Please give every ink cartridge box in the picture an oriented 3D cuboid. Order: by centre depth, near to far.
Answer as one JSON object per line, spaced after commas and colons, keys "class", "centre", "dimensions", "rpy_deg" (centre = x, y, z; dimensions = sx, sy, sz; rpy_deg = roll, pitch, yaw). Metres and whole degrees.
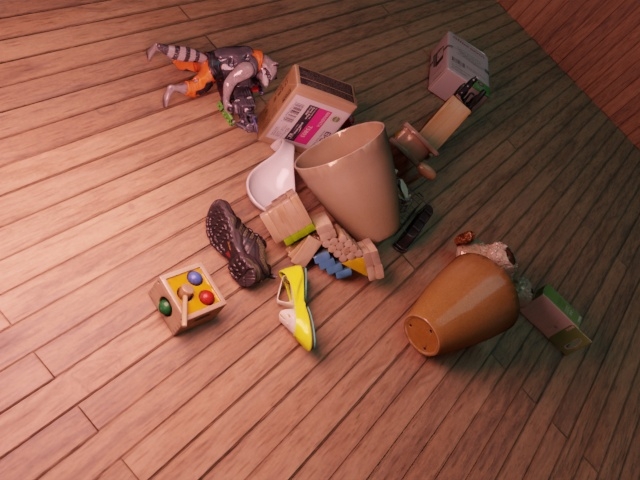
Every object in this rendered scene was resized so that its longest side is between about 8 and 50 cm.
{"class": "ink cartridge box", "centre": [-0.041, -0.351, 1.856], "dimensions": [0.193, 0.234, 0.088], "rpy_deg": [13, 51, -28]}
{"class": "ink cartridge box", "centre": [0.723, 0.243, 2.059], "dimensions": [0.209, 0.109, 0.062], "rpy_deg": [44, 43, 0]}
{"class": "ink cartridge box", "centre": [0.543, -0.655, 2.628], "dimensions": [0.211, 0.121, 0.289], "rpy_deg": [29, 44, -16]}

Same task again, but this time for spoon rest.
{"class": "spoon rest", "centre": [-0.118, -0.178, 1.771], "dimensions": [0.137, 0.084, 0.276], "rpy_deg": [27, 44, -17]}

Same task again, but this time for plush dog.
{"class": "plush dog", "centre": [0.474, 0.089, 1.974], "dimensions": [0.262, 0.211, 0.225], "rpy_deg": [48, 18, -39]}

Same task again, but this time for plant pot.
{"class": "plant pot", "centre": [0.346, 0.190, 1.750], "dimensions": [0.254, 0.237, 0.237], "rpy_deg": [-28, 77, -34]}
{"class": "plant pot", "centre": [0.104, -0.136, 1.787], "dimensions": [0.274, 0.257, 0.256], "rpy_deg": [63, 38, -21]}

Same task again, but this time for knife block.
{"class": "knife block", "centre": [0.447, -0.431, 2.288], "dimensions": [0.088, 0.242, 0.275], "rpy_deg": [41, 42, -1]}

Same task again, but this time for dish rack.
{"class": "dish rack", "centre": [0.200, -0.116, 1.978], "dimensions": [0.271, 0.074, 0.208], "rpy_deg": [42, 41, 1]}

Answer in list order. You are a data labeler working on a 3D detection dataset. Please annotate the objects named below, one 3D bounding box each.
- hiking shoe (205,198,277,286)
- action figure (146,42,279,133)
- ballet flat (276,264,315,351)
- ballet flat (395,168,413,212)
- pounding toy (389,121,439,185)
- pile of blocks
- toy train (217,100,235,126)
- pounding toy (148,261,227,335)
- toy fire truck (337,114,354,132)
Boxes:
{"class": "hiking shoe", "centre": [-0.188, 0.005, 1.588], "dimensions": [0.114, 0.086, 0.226], "rpy_deg": [-6, 66, -56]}
{"class": "action figure", "centre": [-0.259, -0.431, 1.772], "dimensions": [0.330, 0.178, 0.341], "rpy_deg": [-11, 45, -23]}
{"class": "ballet flat", "centre": [-0.062, 0.157, 1.566], "dimensions": [0.077, 0.077, 0.231], "rpy_deg": [1, 51, -12]}
{"class": "ballet flat", "centre": [0.208, -0.168, 1.924], "dimensions": [0.070, 0.070, 0.188], "rpy_deg": [-11, 62, -42]}
{"class": "pounding toy", "centre": [0.260, -0.271, 2.091], "dimensions": [0.154, 0.155, 0.269], "rpy_deg": [39, 10, -21]}
{"class": "pile of blocks", "centre": [0.000, 0.000, 1.715], "dimensions": [0.362, 0.149, 0.112], "rpy_deg": [33, 12, -21]}
{"class": "toy train", "centre": [-0.257, -0.350, 1.845], "dimensions": [0.017, 0.023, 0.083], "rpy_deg": [-19, 69, -45]}
{"class": "pounding toy", "centre": [-0.277, 0.125, 1.393], "dimensions": [0.141, 0.100, 0.130], "rpy_deg": [-21, 71, -45]}
{"class": "toy fire truck", "centre": [0.054, -0.332, 2.052], "dimensions": [0.135, 0.047, 0.192], "rpy_deg": [53, 42, 9]}
